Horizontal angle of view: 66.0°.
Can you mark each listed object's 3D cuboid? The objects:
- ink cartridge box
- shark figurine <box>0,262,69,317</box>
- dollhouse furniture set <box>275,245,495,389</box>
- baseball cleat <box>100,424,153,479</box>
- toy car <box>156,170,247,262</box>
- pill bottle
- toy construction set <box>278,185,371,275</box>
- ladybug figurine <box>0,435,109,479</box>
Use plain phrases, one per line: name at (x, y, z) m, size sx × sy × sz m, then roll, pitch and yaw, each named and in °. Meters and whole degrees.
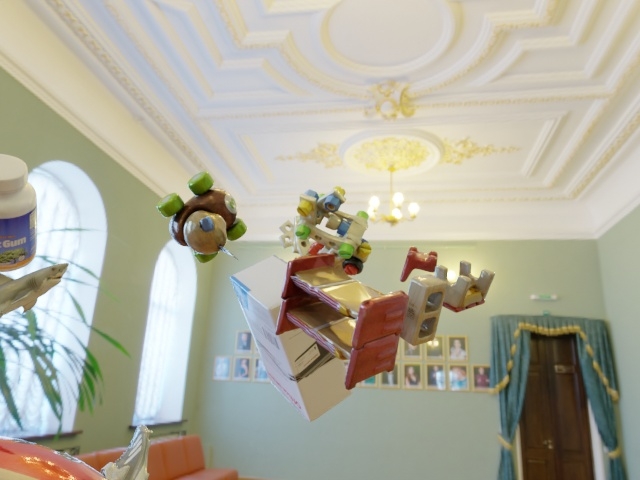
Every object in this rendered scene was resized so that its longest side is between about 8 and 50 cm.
ink cartridge box at (-0.085, 0.277, 1.439) m, size 0.166 × 0.395 × 0.285 m, roll -27°, pitch 26°, yaw -23°
shark figurine at (-0.707, 0.115, 1.058) m, size 0.166 × 0.116 × 0.278 m, roll -37°, pitch -1°, yaw 33°
dollhouse furniture set at (0.128, 0.117, 0.932) m, size 0.373 × 0.152 × 0.201 m, roll -7°, pitch 24°, yaw -40°
baseball cleat at (-0.453, 0.512, 1.156) m, size 0.109 × 0.072 × 0.206 m, roll 11°, pitch 18°, yaw -23°
toy car at (-0.212, -0.029, 0.966) m, size 0.155 × 0.149 × 0.188 m, roll 58°, pitch -14°, yaw -29°
pill bottle at (-0.781, -0.067, 1.207) m, size 0.152 × 0.152 × 0.272 m, roll 9°, pitch -53°, yaw -19°
toy construction set at (0.000, 0.000, 1.144) m, size 0.215 × 0.151 × 0.327 m, roll 32°, pitch -19°, yaw -10°
ladybug figurine at (-0.509, 0.463, 0.837) m, size 0.448 × 0.162 × 0.305 m, roll 23°, pitch -59°, yaw -3°
